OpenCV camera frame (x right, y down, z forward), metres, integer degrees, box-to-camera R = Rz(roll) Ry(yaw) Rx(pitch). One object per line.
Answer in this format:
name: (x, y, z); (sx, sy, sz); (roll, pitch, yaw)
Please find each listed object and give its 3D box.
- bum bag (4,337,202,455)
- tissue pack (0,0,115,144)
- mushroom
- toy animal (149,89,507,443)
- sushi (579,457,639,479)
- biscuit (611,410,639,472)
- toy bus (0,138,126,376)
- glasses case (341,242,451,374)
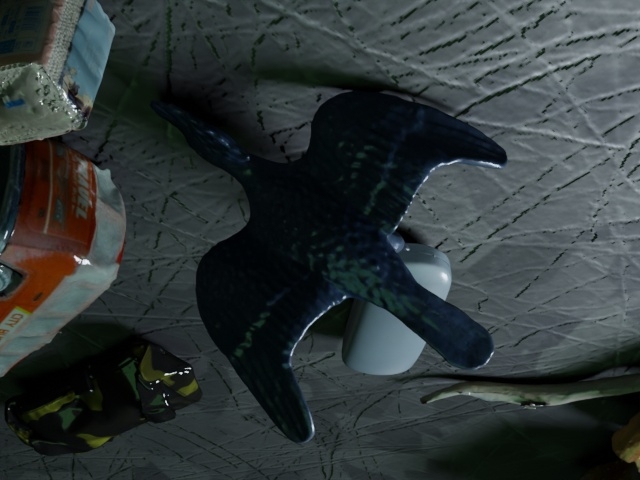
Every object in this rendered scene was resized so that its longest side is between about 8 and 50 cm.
bum bag: (-0.222, 0.165, 0.874); (0.232, 0.060, 0.107); (-25, 126, 28)
tissue pack: (-0.166, -0.105, 0.491); (0.074, 0.095, 0.059); (-9, 140, 12)
mushroom: (0.250, 0.137, 0.834); (0.306, 0.043, 0.068); (-16, 122, 24)
toy animal: (0.000, 0.000, 0.573); (0.255, 0.239, 0.176); (35, -176, 23)
sushi: (0.385, 0.343, 0.970); (0.274, 0.184, 0.139); (26, 135, -25)
biscuit: (0.415, 0.217, 0.887); (0.224, 0.033, 0.144); (33, 110, -25)
toy bus: (-0.246, 0.023, 0.653); (0.119, 0.121, 0.265); (21, 139, -36)
glasses case: (0.062, 0.063, 0.738); (0.067, 0.045, 0.179); (6, 142, -6)
